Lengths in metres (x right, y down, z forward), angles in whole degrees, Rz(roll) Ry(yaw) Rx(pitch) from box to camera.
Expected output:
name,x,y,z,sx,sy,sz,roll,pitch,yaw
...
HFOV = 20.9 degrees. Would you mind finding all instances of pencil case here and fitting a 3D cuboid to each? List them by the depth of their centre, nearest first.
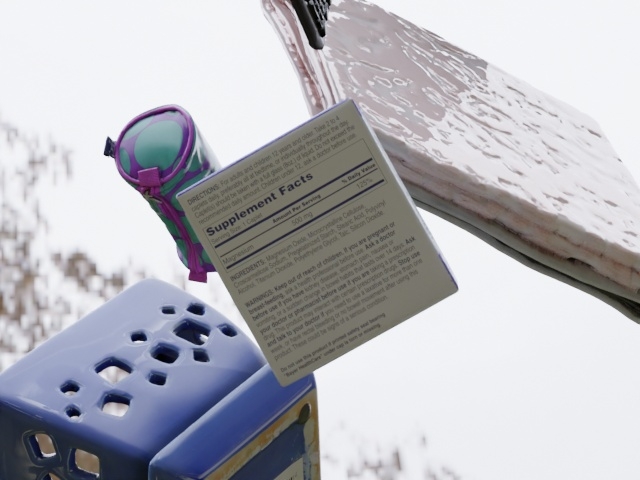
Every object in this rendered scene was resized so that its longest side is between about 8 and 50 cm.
name,x,y,z,sx,sy,sz,roll,pitch,yaw
pencil case,-0.096,-0.032,1.235,0.064,0.070,0.152,9,-24,21

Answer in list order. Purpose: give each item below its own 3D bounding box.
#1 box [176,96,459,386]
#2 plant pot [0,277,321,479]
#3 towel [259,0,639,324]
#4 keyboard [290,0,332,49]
name,x,y,z,sx,sy,sz,roll,pitch,yaw
box,0.000,0.000,1.080,0.126,0.137,0.072,-29,0,6
plant pot,-0.128,0.198,1.484,0.212,0.236,0.236,17,-56,30
towel,0.115,-0.082,1.353,0.332,0.317,0.053,25,-67,-22
keyboard,-0.018,-0.224,1.145,0.038,0.100,0.192,-12,-43,13
